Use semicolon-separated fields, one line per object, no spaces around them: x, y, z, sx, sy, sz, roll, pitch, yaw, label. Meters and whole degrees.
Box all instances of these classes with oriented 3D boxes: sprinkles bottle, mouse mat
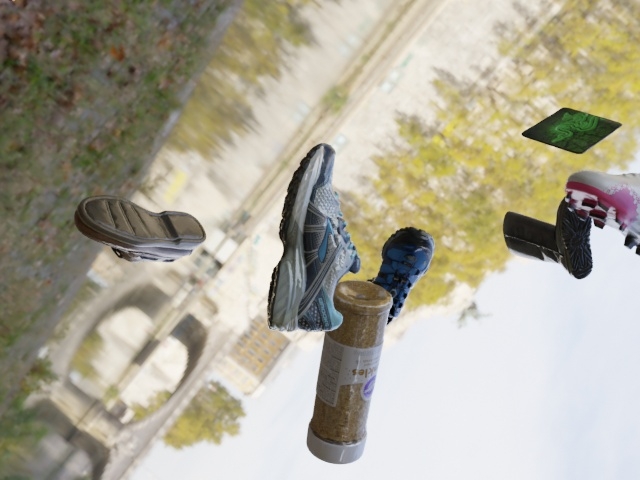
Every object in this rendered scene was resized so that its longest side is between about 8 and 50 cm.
0.053;0.258;1.664;0.121;0.121;0.356;-59;159;-67;sprinkles bottle
0.552;-0.244;1.873;0.189;0.152;0.007;-30;132;-36;mouse mat

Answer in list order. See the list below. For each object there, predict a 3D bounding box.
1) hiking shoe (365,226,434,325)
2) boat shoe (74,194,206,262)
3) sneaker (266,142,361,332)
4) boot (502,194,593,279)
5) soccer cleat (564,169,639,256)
0.162;0.101;1.833;0.132;0.113;0.304;-83;-166;-44;hiking shoe
-0.354;-0.003;1.637;0.104;0.111;0.307;-40;150;24;boat shoe
0.000;0.000;1.259;0.110;0.122;0.283;173;-72;-79;sneaker
0.441;-0.027;1.681;0.076;0.190;0.208;-15;-156;-17;boot
0.532;-0.075;1.461;0.116;0.331;0.143;21;-95;50;soccer cleat
